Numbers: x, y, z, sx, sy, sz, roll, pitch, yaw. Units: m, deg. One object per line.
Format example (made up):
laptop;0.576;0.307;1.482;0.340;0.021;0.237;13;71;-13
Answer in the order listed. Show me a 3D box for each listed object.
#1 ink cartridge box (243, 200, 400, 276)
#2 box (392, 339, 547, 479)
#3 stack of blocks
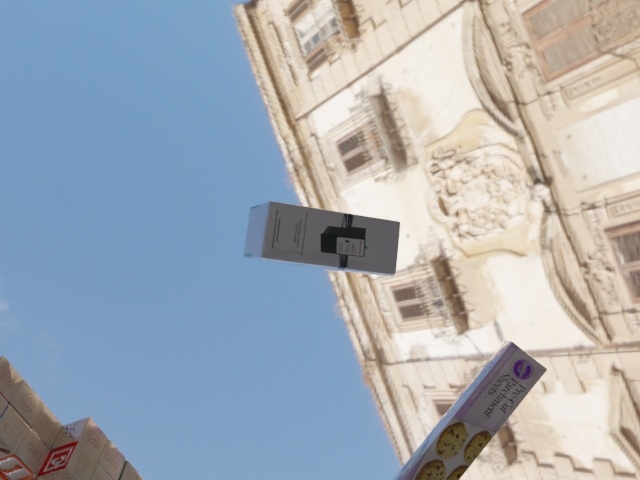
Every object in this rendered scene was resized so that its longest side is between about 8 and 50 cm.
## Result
ink cartridge box;0.000;0.000;1.031;0.208;0.153;0.087;9;-94;-17
box;0.197;0.289;0.968;0.067;0.063;0.324;40;-91;7
stack of blocks;-0.362;0.292;0.846;0.297;0.171;0.087;62;-164;-24
